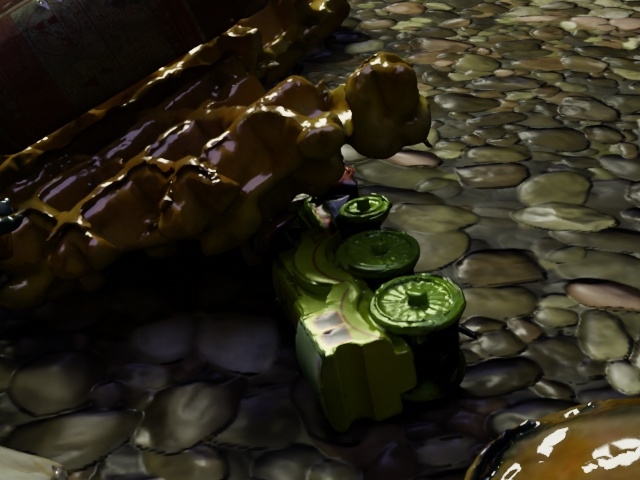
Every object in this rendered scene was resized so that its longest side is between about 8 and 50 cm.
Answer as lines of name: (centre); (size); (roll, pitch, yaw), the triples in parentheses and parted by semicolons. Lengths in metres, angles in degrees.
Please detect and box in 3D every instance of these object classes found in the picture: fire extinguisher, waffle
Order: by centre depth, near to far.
fire extinguisher: (-0.146, -0.089, 0.495); (0.252, 0.075, 0.106); (-32, 30, -6)
waffle: (-0.079, -0.063, 0.544); (0.260, 0.069, 0.293); (-24, 29, 7)

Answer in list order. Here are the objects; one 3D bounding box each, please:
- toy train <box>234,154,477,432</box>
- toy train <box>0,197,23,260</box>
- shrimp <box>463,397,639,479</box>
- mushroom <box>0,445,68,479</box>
toy train: (0.000, 0.000, 0.494); (0.085, 0.053, 0.249); (-14, 29, -10)
toy train: (-0.236, -0.015, 0.418); (0.228, 0.136, 0.091); (-7, -18, 11)
shrimp: (0.162, 0.104, 0.276); (0.262, 0.066, 0.117); (3, 40, 41)
mushroom: (-0.183, 0.083, 0.358); (0.202, 0.054, 0.059); (9, 29, 12)
